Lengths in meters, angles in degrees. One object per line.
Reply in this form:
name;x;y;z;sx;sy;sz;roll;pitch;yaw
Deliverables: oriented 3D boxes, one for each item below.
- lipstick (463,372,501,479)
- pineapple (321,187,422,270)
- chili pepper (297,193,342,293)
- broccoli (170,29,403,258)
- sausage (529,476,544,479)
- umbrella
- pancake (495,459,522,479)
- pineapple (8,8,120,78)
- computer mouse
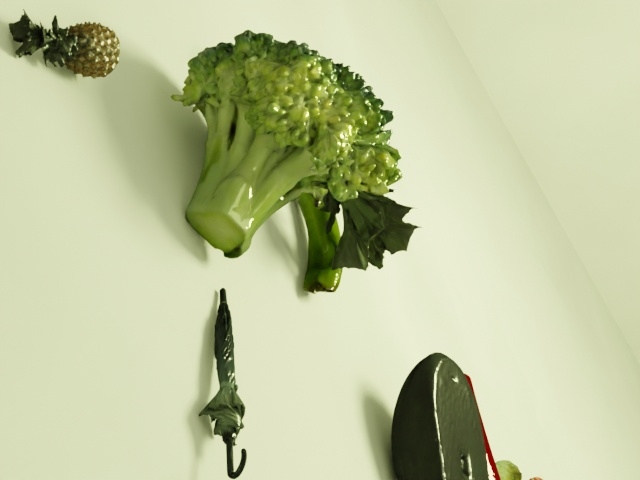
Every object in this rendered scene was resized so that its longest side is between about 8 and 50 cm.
lipstick;0.194;0.294;1.685;0.080;0.080;0.241;36;33;-55
pineapple;0.003;-0.091;1.555;0.277;0.130;0.119;55;6;17
chili pepper;0.000;0.000;1.586;0.050;0.051;0.202;73;7;-46
broccoli;-0.050;-0.083;1.376;0.263;0.247;0.243;28;56;7
sausage;0.399;0.448;2.109;0.253;0.034;0.034;47;25;-44
umbrella;-0.094;0.132;1.202;0.044;0.044;0.269;25;26;-22
pancake;0.311;0.445;1.868;0.254;0.037;0.254;53;21;-31
pineapple;-0.242;-0.179;1.181;0.124;0.058;0.058;-5;70;-56
computer mouse;0.142;0.274;1.555;0.137;0.086;0.270;26;50;-49
